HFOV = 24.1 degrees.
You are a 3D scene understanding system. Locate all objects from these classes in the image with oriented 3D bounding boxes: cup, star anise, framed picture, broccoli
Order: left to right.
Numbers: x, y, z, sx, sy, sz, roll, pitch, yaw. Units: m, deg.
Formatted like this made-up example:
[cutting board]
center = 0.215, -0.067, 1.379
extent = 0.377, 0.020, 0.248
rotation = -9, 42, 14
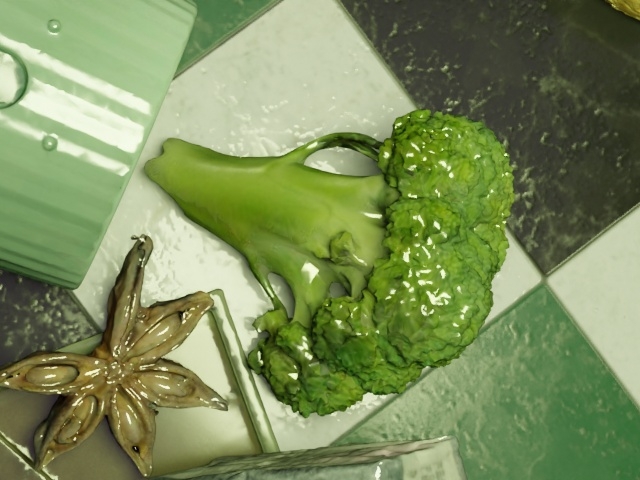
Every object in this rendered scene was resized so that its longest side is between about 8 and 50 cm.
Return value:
[cup]
center = -0.308, -0.186, 1.175
extent = 0.392, 0.310, 0.401
rotation = 23, 117, -10
[star anise]
center = -0.172, 0.116, 1.280
extent = 0.208, 0.063, 0.172
rotation = -44, 109, -10
[framed picture]
center = -0.162, 0.304, 1.318
extent = 0.326, 0.028, 0.446
rotation = -19, 89, -7
[broccoli]
center = 0.026, 0.024, 1.306
extent = 0.302, 0.186, 0.254
rotation = -6, 85, 34

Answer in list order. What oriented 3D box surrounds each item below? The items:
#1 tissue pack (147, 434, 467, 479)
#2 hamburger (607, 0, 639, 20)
[tissue pack]
center = 0.013, 0.363, 1.178
extent = 0.124, 0.288, 0.394
rotation = -8, 86, -46
[hamburger]
center = 0.282, -0.260, 1.346
extent = 0.147, 0.138, 0.083
rotation = 32, 85, 3
